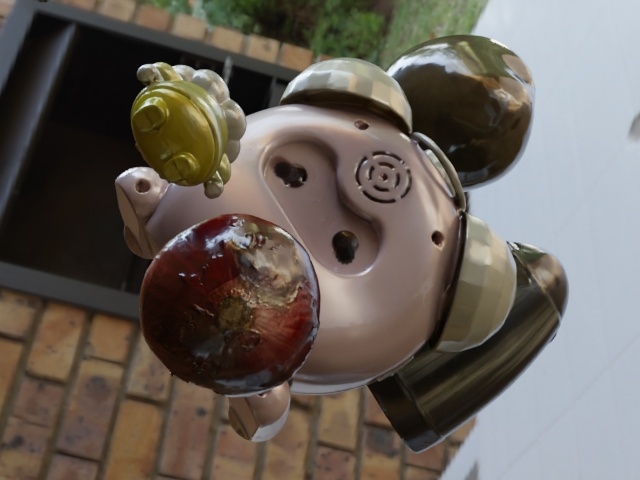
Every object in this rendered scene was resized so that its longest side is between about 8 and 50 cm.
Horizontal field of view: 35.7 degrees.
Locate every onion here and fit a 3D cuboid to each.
[{"bbox_3d":[-0.062,0.044,0.689,0.131,0.131,0.131,-165,90,-81],"label":"onion"}]

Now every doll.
[{"bbox_3d":[-0.098,-0.086,0.745,0.106,0.062,0.162,62,-169,-11],"label":"doll"}]

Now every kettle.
[{"bbox_3d":[0.185,0.116,1.202,0.271,0.250,0.207,-33,23,3],"label":"kettle"}]

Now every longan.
[{"bbox_3d":[0.187,-0.178,1.357,0.215,0.246,0.246,69,-157,-51],"label":"longan"}]

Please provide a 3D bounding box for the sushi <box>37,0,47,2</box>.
[{"bbox_3d":[-0.363,-0.320,1.056,0.139,0.201,0.031,-21,65,51],"label":"sushi"}]

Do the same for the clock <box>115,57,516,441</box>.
[{"bbox_3d":[0.000,0.000,1.008,0.342,0.326,0.184,60,162,8],"label":"clock"}]
